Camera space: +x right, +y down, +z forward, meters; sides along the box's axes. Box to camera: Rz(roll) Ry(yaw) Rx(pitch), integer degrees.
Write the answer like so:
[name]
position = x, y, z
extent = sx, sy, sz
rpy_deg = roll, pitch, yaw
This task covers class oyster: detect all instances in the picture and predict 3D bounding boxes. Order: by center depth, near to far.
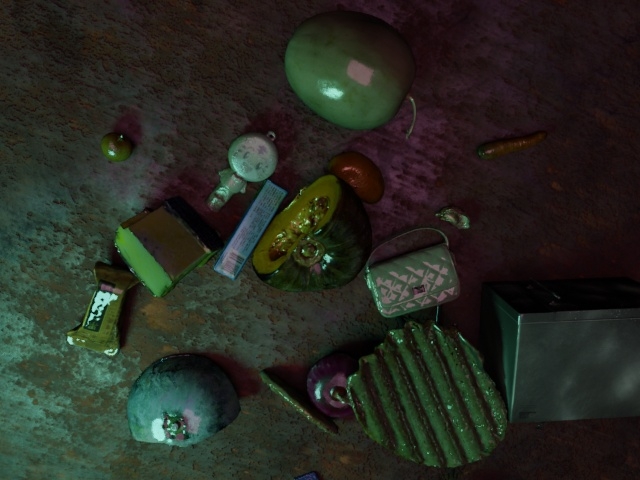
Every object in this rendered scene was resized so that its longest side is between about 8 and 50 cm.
[oyster]
position = 0.364, -0.063, 1.344
extent = 0.081, 0.038, 0.083
rpy_deg = -14, 135, 25

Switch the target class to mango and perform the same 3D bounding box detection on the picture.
[mango]
position = 0.096, -0.164, 1.264
extent = 0.165, 0.089, 0.115
rpy_deg = 20, 104, -11

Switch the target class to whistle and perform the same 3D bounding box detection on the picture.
[whistle]
position = -0.200, -0.177, 1.256
extent = 0.126, 0.067, 0.258
rpy_deg = 38, 103, -17

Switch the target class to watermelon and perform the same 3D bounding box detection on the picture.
[watermelon]
position = -0.394, 0.432, 1.330
extent = 0.322, 0.175, 0.188
rpy_deg = -13, 105, -2

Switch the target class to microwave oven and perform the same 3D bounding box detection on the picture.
[microwave oven]
position = 0.682, 0.293, 1.335
extent = 0.432, 0.236, 0.374
rpy_deg = -1, 103, -3

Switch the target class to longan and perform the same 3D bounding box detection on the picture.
[longan]
position = -0.499, -0.233, 1.214
extent = 0.075, 0.075, 0.083
rpy_deg = 46, 131, -12

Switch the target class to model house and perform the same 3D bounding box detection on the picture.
[model house]
position = -0.377, 0.001, 1.253
extent = 0.194, 0.170, 0.211
rpy_deg = 47, 54, 0

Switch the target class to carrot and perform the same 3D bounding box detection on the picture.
[carrot]
position = 0.508, -0.253, 1.293
extent = 0.191, 0.047, 0.047
rpy_deg = -15, 104, -1

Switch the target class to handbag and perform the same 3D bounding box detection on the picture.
[handbag]
position = 0.246, 0.080, 1.341
extent = 0.256, 0.079, 0.219
rpy_deg = -17, 100, -1

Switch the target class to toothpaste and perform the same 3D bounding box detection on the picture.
[toothpaste]
position = -0.181, -0.027, 1.267
extent = 0.065, 0.050, 0.266
rpy_deg = 31, 87, -16

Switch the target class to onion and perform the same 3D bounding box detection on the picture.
[onion]
position = 0.049, 0.401, 1.366
extent = 0.177, 0.153, 0.177
rpy_deg = 0, 91, 29

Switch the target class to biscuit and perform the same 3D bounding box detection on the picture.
[biscuit]
position = -0.047, 0.463, 1.380
extent = 0.290, 0.141, 0.038
rpy_deg = 40, 81, -9

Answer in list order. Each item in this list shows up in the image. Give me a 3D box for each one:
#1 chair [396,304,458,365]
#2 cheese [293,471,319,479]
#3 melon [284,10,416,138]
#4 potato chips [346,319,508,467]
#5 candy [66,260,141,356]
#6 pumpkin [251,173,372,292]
[chair]
position = 0.292, 0.325, 1.359
extent = 0.173, 0.158, 0.246
rpy_deg = -13, 103, 2
[cheese]
position = -0.010, 0.832, 1.508
extent = 0.157, 0.064, 0.250
rpy_deg = -22, 92, 1
[melon]
position = 0.072, -0.386, 1.126
extent = 0.308, 0.272, 0.271
rpy_deg = 2, 103, -13
[potato chips]
position = 0.272, 0.414, 1.264
extent = 0.359, 0.070, 0.429
rpy_deg = -26, 100, 5
[candy]
position = -0.571, 0.184, 1.302
extent = 0.143, 0.101, 0.271
rpy_deg = 20, 107, -14
[pumpkin]
position = 0.000, 0.000, 1.251
extent = 0.325, 0.242, 0.232
rpy_deg = -38, 132, 24
